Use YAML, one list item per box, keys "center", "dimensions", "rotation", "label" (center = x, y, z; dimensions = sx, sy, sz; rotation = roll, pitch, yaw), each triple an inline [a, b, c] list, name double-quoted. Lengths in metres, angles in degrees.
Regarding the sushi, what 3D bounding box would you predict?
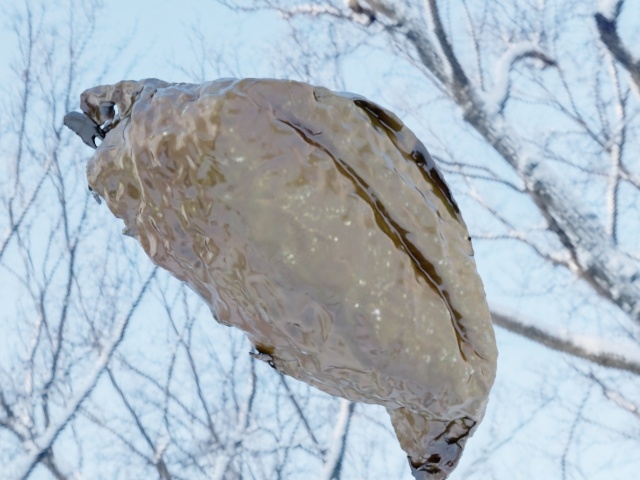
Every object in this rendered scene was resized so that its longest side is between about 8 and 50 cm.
- center: [0.000, 0.000, 0.575]
  dimensions: [0.287, 0.149, 0.140]
  rotation: [41, -41, -17]
  label: "sushi"
